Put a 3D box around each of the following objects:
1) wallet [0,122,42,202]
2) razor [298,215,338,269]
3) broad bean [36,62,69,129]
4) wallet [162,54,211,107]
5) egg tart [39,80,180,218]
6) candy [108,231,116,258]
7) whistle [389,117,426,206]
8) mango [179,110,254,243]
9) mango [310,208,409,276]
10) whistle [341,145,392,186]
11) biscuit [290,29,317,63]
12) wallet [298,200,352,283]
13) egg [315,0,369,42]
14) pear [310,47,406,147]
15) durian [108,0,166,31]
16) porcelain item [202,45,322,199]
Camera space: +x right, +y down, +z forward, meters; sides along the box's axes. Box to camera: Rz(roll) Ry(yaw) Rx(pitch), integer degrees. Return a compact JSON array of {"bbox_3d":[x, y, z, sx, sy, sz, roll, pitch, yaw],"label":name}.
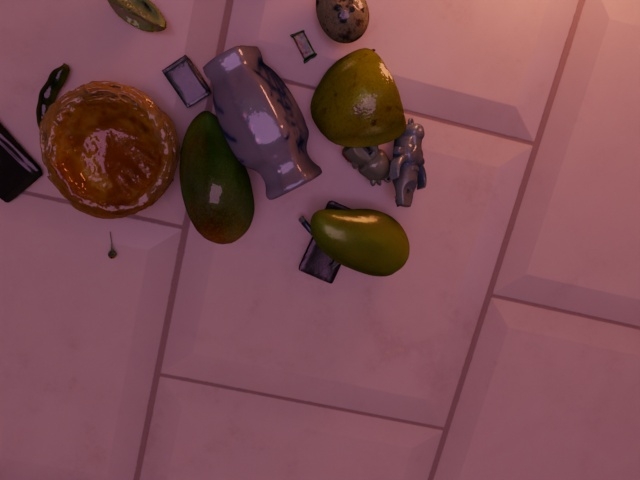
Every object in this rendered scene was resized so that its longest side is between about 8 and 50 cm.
[{"bbox_3d":[-0.951,-0.243,1.619,0.168,0.052,0.245,-37,104,9],"label":"wallet"},{"bbox_3d":[0.001,0.001,1.702,0.068,0.037,0.191,-41,102,4],"label":"razor"},{"bbox_3d":[-0.774,-0.402,1.596,0.069,0.039,0.227,17,102,-1],"label":"broad bean"},{"bbox_3d":[-0.386,-0.461,1.611,0.088,0.026,0.129,-34,101,0],"label":"wallet"},{"bbox_3d":[-0.591,-0.258,1.575,0.388,0.169,0.388,-2,104,-6],"label":"egg tart"},{"bbox_3d":[-0.645,0.014,1.708,0.023,0.025,0.083,-8,95,-30],"label":"candy"},{"bbox_3d":[0.258,-0.231,1.645,0.093,0.180,0.269,-1,85,37],"label":"whistle"},{"bbox_3d":[-0.300,-0.174,1.578,0.201,0.225,0.382,-8,101,2],"label":"mango"},{"bbox_3d":[0.118,-0.007,1.649,0.343,0.156,0.192,20,94,-30],"label":"mango"},{"bbox_3d":[0.124,-0.263,1.646,0.253,0.102,0.106,45,138,-17],"label":"whistle"},{"bbox_3d":[-0.048,-0.566,1.612,0.046,0.016,0.089,-28,103,3],"label":"biscuit"},{"bbox_3d":[0.034,0.006,1.740,0.124,0.025,0.244,24,97,-10],"label":"wallet"},{"bbox_3d":[0.059,-0.639,1.540,0.141,0.141,0.181,-29,93,3],"label":"egg"},{"bbox_3d":[0.088,-0.393,1.552,0.239,0.139,0.288,-26,85,0],"label":"pear"},{"bbox_3d":[-0.518,-0.644,1.524,0.215,0.100,0.086,28,96,-16],"label":"durian"},{"bbox_3d":[-0.162,-0.327,1.550,0.178,0.242,0.405,-25,98,25],"label":"porcelain item"}]
